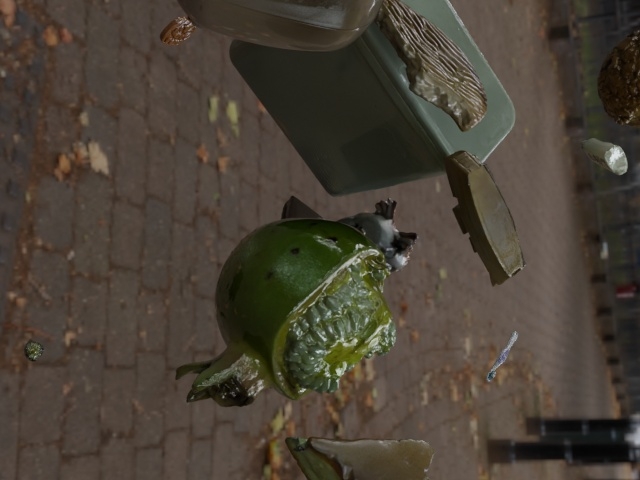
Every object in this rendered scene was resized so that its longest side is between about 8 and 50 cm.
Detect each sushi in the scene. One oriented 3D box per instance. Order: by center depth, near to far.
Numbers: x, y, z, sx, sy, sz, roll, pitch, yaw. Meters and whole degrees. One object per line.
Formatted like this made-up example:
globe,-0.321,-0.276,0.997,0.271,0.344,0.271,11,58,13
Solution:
sushi,0.020,0.048,1.696,0.124,0.332,0.130,64,10,22

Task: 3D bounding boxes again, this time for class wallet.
wallet,0.000,0.000,1.554,0.152,0.039,0.118,39,23,-16

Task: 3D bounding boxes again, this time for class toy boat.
toy boat,0.225,-0.028,1.332,0.064,0.072,0.206,-30,108,-23

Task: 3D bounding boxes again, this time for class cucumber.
cucumber,-0.500,0.192,1.654,0.034,0.033,0.135,-62,-167,-14

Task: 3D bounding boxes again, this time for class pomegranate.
pomegranate,-0.046,0.108,1.295,0.340,0.260,0.260,-34,127,-26

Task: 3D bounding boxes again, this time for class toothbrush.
toothbrush,0.258,0.162,1.344,0.011,0.013,0.131,53,36,-4

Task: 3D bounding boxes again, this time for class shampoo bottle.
shampoo bottle,0.455,-0.144,1.543,0.049,0.034,0.141,47,6,-16

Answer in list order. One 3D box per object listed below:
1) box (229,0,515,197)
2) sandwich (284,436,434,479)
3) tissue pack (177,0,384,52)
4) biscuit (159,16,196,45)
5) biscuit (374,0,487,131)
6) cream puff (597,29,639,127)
box,0.072,-0.253,1.500,0.177,0.344,0.352,-46,109,-29
sandwich,0.073,0.305,1.166,0.236,0.122,0.128,54,52,-7
tissue pack,-0.030,-0.405,1.075,0.277,0.267,0.387,119,-21,-61
biscuit,-0.260,-0.391,1.766,0.015,0.078,0.091,52,21,6
biscuit,0.135,-0.245,1.245,0.228,0.031,0.176,42,34,0
cream puff,0.441,-0.226,1.295,0.103,0.144,0.126,21,38,-38
